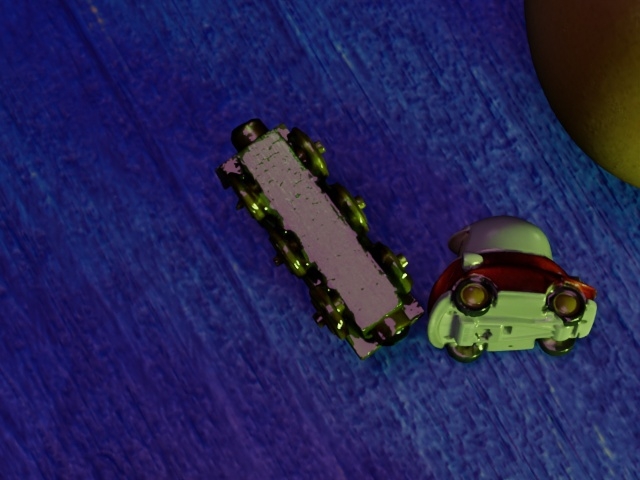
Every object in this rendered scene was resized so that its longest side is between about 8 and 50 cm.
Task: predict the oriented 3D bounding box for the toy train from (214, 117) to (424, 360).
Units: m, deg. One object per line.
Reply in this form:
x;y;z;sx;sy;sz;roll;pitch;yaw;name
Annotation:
0.000;0.000;1.573;0.090;0.137;0.225;-35;79;-4;toy train

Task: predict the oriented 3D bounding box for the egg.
0.288;-0.188;1.510;0.250;0.250;0.322;-19;69;4;egg

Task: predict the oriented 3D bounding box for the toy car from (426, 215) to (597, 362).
0.158;0.033;1.564;0.139;0.112;0.112;1;62;-1;toy car
